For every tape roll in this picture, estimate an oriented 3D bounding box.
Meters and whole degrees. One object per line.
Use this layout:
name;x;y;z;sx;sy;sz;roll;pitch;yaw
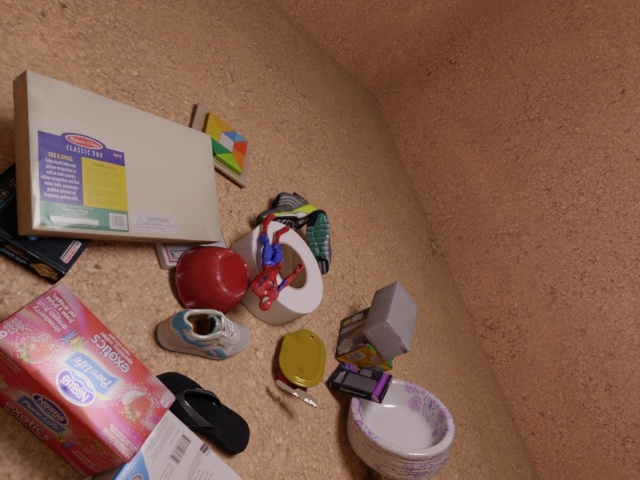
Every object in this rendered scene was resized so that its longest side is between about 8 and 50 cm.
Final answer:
tape roll;-0.120;0.089;1.152;0.286;0.100;0.286;38;35;-34

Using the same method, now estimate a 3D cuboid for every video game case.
video game case;-0.341;-0.065;1.019;0.204;0.025;0.285;2;62;-57

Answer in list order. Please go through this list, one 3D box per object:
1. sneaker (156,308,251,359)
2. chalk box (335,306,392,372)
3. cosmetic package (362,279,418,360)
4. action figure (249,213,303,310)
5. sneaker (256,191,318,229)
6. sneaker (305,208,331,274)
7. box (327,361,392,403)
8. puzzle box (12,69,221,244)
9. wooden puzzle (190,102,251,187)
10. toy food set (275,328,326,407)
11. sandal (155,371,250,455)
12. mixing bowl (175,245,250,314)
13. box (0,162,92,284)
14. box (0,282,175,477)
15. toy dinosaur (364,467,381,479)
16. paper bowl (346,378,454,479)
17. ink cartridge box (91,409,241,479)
sneaker;-0.227;0.200;0.880;0.228;0.092;0.087;21;44;-51
chalk box;0.149;0.317;1.333;0.132;0.132;0.213;47;31;-20
cosmetic package;0.223;0.245;1.279;0.127;0.107;0.238;54;32;-9
action figure;-0.097;0.040;0.994;0.091;0.139;0.280;38;38;-32
sneaker;-0.125;-0.092;1.336;0.121;0.111;0.300;47;25;11
sneaker;0.000;0.000;1.405;0.098;0.083;0.224;-44;135;-72
box;0.114;0.407;1.179;0.116;0.162;0.029;-28;125;-62
puzzle box;-0.375;-0.134;0.824;0.409;0.052;0.272;6;75;-59
wooden puzzle;-0.306;-0.304;1.284;0.221;0.044;0.239;35;37;-38
toy food set;-0.060;0.332;1.062;0.128;0.071;0.218;27;34;-8
sandal;-0.227;0.329;0.794;0.254;0.054;0.097;42;32;-29
mixing bowl;-0.229;0.087;0.946;0.181;0.098;0.181;34;48;-47
box;-0.492;-0.055;0.736;0.175;0.051;0.220;44;32;-28
box;-0.367;0.210;0.606;0.257;0.128;0.123;53;29;-13
toy dinosaur;0.150;0.653;1.119;0.092;0.053;0.183;46;23;-59
paper bowl;0.211;0.529;1.128;0.284;0.284;0.148;-32;135;-62
ink cartridge box;-0.246;0.402;0.662;0.203;0.086;0.148;52;29;-15
